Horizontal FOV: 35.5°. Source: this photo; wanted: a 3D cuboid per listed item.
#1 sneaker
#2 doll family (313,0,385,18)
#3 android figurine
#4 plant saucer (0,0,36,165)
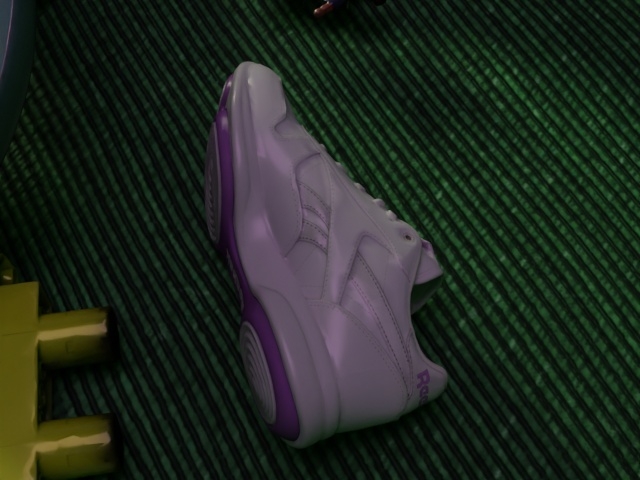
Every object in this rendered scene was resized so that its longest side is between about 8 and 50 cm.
[{"bbox_3d":[0.000,0.000,0.738,0.152,0.114,0.305,-8,63,-16],"label":"sneaker"},{"bbox_3d":[0.019,-0.261,0.894,0.111,0.076,0.193,14,67,7],"label":"doll family"},{"bbox_3d":[-0.277,0.122,0.700,0.272,0.056,0.248,-10,60,-2],"label":"android figurine"},{"bbox_3d":[-0.305,-0.122,0.761,0.317,0.043,0.318,-12,72,39],"label":"plant saucer"}]
